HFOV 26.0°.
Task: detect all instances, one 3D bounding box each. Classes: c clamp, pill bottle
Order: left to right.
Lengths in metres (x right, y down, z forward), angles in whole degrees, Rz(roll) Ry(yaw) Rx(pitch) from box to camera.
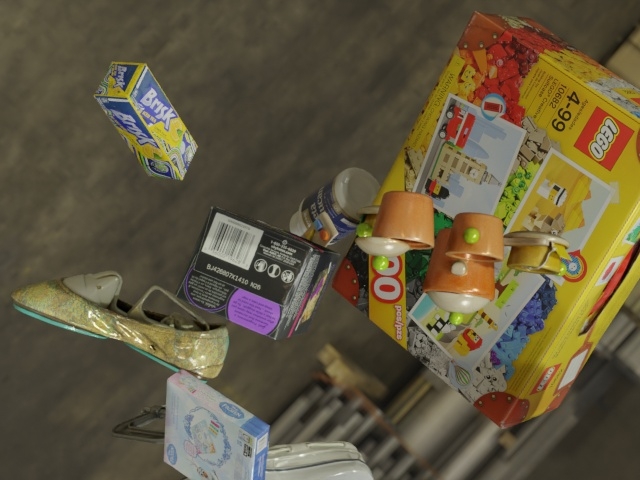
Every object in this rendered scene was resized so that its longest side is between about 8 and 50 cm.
[{"bbox_3d":[-0.191,0.227,1.763,0.137,0.022,0.161,-15,-169,-38],"label":"c clamp"},{"bbox_3d":[0.022,-0.048,2.326,0.094,0.094,0.169,-32,179,-41],"label":"pill bottle"}]

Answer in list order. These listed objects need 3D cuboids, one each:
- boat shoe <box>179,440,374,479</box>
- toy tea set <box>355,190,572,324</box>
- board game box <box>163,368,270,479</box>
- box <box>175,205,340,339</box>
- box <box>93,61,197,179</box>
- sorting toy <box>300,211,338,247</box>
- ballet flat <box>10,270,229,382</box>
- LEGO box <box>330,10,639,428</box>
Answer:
[{"bbox_3d":[-0.068,0.304,1.777,0.268,0.088,0.096,-8,125,-14],"label":"boat shoe"},{"bbox_3d":[0.151,0.031,1.730,0.336,0.200,0.124,15,80,-41],"label":"toy tea set"},{"bbox_3d":[-0.080,0.155,1.060,0.020,0.090,0.090,-36,144,-42],"label":"board game box"},{"bbox_3d":[-0.086,0.049,2.050,0.270,0.165,0.143,16,97,-82],"label":"box"},{"bbox_3d":[-0.218,-0.150,1.752,0.059,0.054,0.169,-68,149,-28],"label":"box"},{"bbox_3d":[0.000,0.000,2.179,0.062,0.083,0.012,-45,134,17],"label":"sorting toy"},{"bbox_3d":[-0.305,0.112,2.181,0.123,0.349,0.123,-157,-90,-80],"label":"ballet flat"},{"bbox_3d":[0.297,-0.035,2.091,0.193,0.372,0.500,-8,131,-54],"label":"LEGO box"}]
